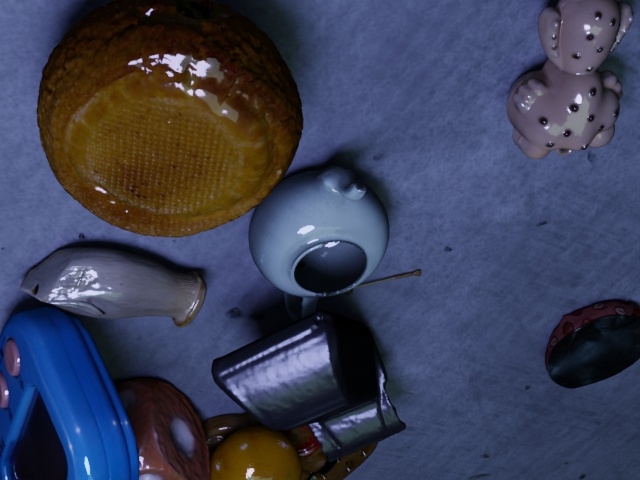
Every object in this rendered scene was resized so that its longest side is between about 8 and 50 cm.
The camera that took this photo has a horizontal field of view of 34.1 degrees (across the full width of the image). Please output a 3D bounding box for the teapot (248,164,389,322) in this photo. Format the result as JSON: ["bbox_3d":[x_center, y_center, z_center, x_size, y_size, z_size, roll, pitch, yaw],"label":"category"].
[{"bbox_3d":[0.000,0.000,1.414,0.193,0.129,0.294,3,133,-19],"label":"teapot"}]

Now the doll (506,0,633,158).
[{"bbox_3d":[0.326,-0.230,1.311,0.154,0.119,0.278,0,124,-19],"label":"doll"}]

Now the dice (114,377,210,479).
[{"bbox_3d":[-0.288,0.335,1.635,0.179,0.174,0.175,-27,137,16],"label":"dice"}]

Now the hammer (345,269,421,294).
[{"bbox_3d":[0.095,0.061,1.593,0.122,0.014,0.029,-13,145,-9],"label":"hammer"}]

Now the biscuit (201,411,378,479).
[{"bbox_3d":[-0.081,0.378,1.822,0.367,0.063,0.314,-40,134,23],"label":"biscuit"}]

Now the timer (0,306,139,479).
[{"bbox_3d":[-0.364,0.275,1.441,0.115,0.309,0.340,-10,146,-35],"label":"timer"}]

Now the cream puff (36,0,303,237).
[{"bbox_3d":[-0.167,-0.148,1.157,0.302,0.212,0.303,-1,138,-1],"label":"cream puff"}]

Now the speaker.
[{"bbox_3d":[0.003,0.224,1.521,0.180,0.184,0.388,-26,167,9],"label":"speaker"}]

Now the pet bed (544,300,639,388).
[{"bbox_3d":[0.480,0.181,1.807,0.201,0.053,0.201,-9,137,-8],"label":"pet bed"}]

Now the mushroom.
[{"bbox_3d":[-0.274,0.063,1.416,0.246,0.096,0.108,7,122,-26],"label":"mushroom"}]

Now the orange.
[{"bbox_3d":[-0.104,0.377,1.687,0.156,0.124,0.156,-12,129,-15],"label":"orange"}]
